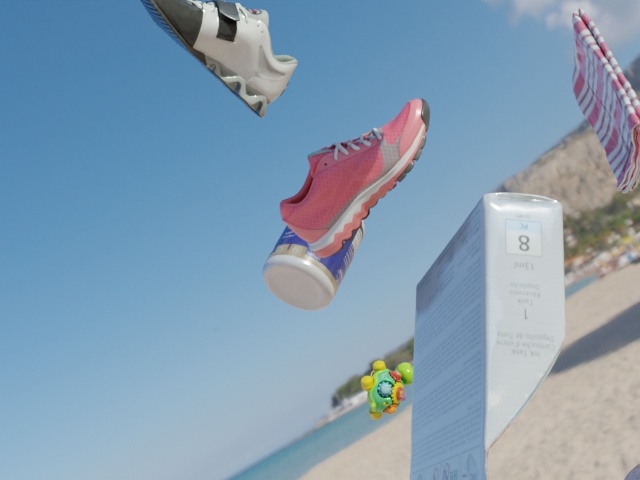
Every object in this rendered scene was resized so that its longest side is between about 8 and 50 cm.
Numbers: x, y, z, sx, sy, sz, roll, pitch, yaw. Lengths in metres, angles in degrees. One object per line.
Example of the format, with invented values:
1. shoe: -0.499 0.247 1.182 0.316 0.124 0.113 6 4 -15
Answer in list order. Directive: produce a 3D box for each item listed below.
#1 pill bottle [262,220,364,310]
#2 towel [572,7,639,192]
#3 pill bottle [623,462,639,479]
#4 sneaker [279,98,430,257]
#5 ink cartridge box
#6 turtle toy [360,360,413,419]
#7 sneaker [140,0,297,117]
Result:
1. pill bottle: 0.000 0.000 1.817 0.153 0.153 0.264 -43 16 52
2. towel: 0.344 -0.171 1.089 0.029 0.197 0.144 -18 -34 3
3. pill bottle: 0.504 0.374 1.229 0.169 0.169 0.301 -30 -19 -2
4. sneaker: 0.053 -0.120 1.456 0.314 0.136 0.116 -51 14 11
5. ink cartridge box: 0.171 0.183 0.949 0.091 0.384 0.308 5 -20 -6
6. turtle toy: 0.133 0.278 1.698 0.066 0.095 0.130 3 32 35
7. sneaker: -0.171 -0.364 1.527 0.146 0.122 0.330 -49 -50 3
